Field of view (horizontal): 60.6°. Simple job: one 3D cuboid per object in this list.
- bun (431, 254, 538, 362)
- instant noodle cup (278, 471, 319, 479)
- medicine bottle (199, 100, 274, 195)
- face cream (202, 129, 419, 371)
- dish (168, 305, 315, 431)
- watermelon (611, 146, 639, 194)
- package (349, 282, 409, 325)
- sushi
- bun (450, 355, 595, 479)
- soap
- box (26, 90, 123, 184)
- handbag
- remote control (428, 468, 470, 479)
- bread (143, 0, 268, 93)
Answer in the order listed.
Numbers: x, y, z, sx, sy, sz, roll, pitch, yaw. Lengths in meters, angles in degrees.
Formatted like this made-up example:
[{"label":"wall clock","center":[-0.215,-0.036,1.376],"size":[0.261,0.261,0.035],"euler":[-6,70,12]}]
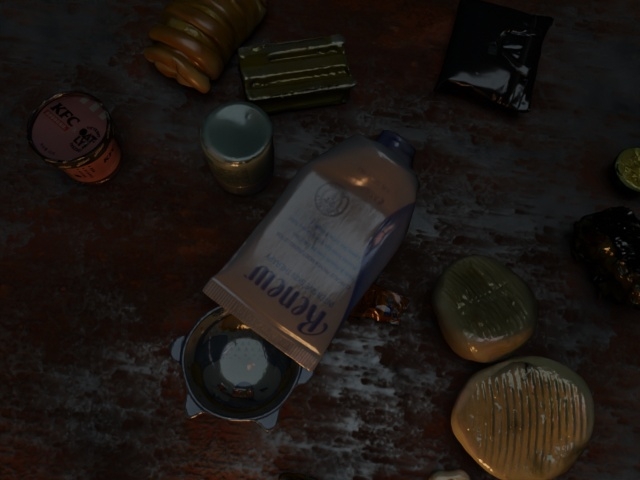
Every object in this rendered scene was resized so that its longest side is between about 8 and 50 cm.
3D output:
[{"label":"bun","center":[0.291,0.128,1.001],"size":[0.179,0.127,0.193],"euler":[-24,56,-10]},{"label":"instant noodle cup","center":[-0.008,0.491,0.845],"size":[0.216,0.216,0.172],"euler":[27,84,6]},{"label":"medicine bottle","center":[-0.153,-0.170,1.049],"size":[0.135,0.168,0.135],"euler":[0,73,-1]},{"label":"face cream","center":[0.017,-0.011,0.946],"size":[0.235,0.137,0.420],"euler":[37,87,-3]},{"label":"dish","center":[-0.143,0.225,0.974],"size":[0.236,0.086,0.227],"euler":[32,76,7]},{"label":"watermelon","center":[0.647,-0.135,1.124],"size":[0.106,0.062,0.105],"euler":[0,66,-1]},{"label":"package","center":[0.109,0.123,1.042],"size":[0.111,0.033,0.077],"euler":[18,83,8]},{"label":"sushi","center":[0.571,0.043,1.038],"size":[0.115,0.147,0.212],"euler":[-23,58,-3]},{"label":"bun","center":[0.349,0.307,0.952],"size":[0.237,0.116,0.209],"euler":[-13,81,17]},{"label":"soap","center":[-0.052,-0.348,1.156],"size":[0.234,0.076,0.134],"euler":[-11,74,-6]},{"label":"box","center":[-0.464,-0.188,1.062],"size":[0.151,0.135,0.151],"euler":[1,70,-2]},{"label":"handbag","center":[0.376,-0.405,1.183],"size":[0.211,0.088,0.254],"euler":[16,74,8]},{"label":"remote control","center":[0.227,0.461,0.945],"size":[0.075,0.032,0.122],"euler":[-1,73,-2]},{"label":"bread","center":[-0.237,-0.473,1.163],"size":[0.173,0.121,0.311],"euler":[28,73,7]}]
